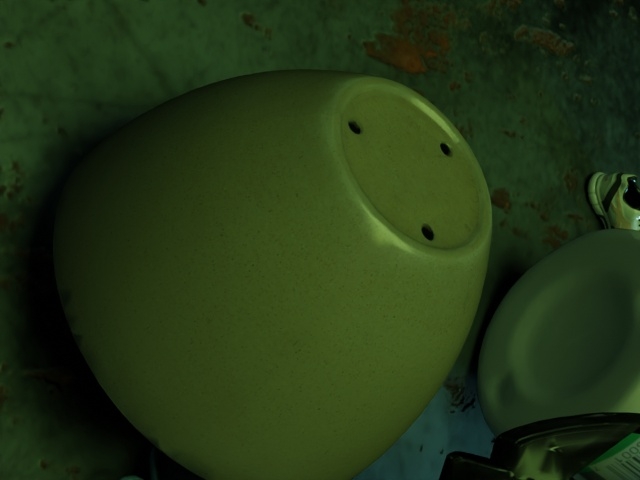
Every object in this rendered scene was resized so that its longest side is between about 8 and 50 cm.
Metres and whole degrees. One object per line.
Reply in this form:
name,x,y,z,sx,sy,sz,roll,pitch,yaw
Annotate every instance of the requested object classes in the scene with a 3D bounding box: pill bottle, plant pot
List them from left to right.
plant pot,0.000,0.000,1.124,0.284,0.191,0.284,26,46,-30
pill bottle,0.313,0.161,1.442,0.361,0.204,0.204,37,61,-33

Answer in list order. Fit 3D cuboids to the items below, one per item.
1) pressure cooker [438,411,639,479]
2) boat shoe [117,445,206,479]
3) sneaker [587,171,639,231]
pressure cooker,0.219,0.330,1.180,0.370,0.375,0.420,19,88,-36
boat shoe,-0.081,0.209,1.138,0.089,0.109,0.258,17,70,-52
sneaker,0.274,-0.012,1.540,0.040,0.043,0.109,-46,116,-38
